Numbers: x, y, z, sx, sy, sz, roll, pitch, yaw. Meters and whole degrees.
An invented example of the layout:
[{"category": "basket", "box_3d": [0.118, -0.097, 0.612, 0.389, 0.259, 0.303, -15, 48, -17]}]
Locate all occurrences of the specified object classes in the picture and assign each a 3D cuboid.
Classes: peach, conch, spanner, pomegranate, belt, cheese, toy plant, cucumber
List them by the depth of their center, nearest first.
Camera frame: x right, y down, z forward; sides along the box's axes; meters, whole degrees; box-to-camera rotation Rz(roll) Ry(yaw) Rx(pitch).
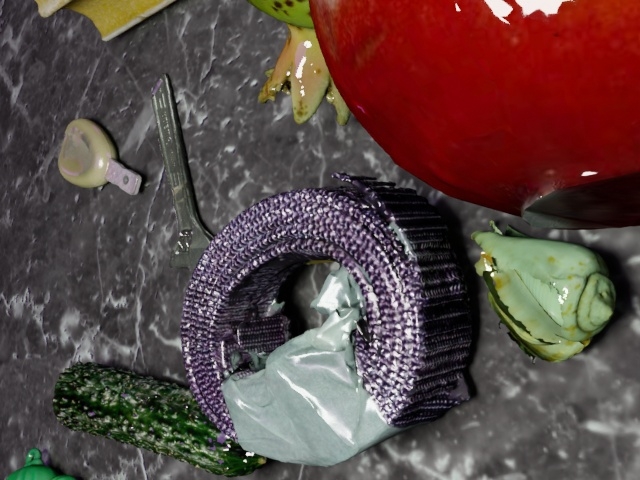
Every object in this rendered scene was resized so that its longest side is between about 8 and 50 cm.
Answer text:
[{"category": "peach", "box_3d": [0.179, -0.165, 0.608, 0.406, 0.335, 0.310, -6, 80, 37]}, {"category": "conch", "box_3d": [0.179, 0.044, 0.768, 0.170, 0.079, 0.105, 31, 101, 58]}, {"category": "belt", "box_3d": [-0.007, 0.085, 0.889, 0.325, 0.122, 0.260, -30, 76, 36]}, {"category": "pomegranate", "box_3d": [-0.004, -0.284, 0.908, 0.231, 0.231, 0.286, 59, 151, 31]}, {"category": "cucumber", "box_3d": [-0.189, 0.209, 1.076, 0.359, 0.096, 0.096, 1, 86, 44]}, {"category": "spanner", "box_3d": [-0.177, -0.074, 1.151, 0.093, 0.026, 0.325, -32, 63, 36]}, {"category": "toy plant", "box_3d": [-0.386, 0.375, 1.245, 0.143, 0.105, 0.200, -27, 55, 30]}, {"category": "cheese", "box_3d": [-0.305, -0.107, 1.270, 0.192, 0.037, 0.097, 28, 105, 42]}]

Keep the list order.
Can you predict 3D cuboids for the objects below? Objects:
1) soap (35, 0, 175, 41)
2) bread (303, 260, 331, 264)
[{"category": "soap", "box_3d": [-0.232, -0.454, 1.168, 0.335, 0.156, 0.293, -13, 72, 41]}, {"category": "bread", "box_3d": [0.000, 0.000, 0.966, 0.088, 0.034, 0.049, -9, 90, 41]}]
